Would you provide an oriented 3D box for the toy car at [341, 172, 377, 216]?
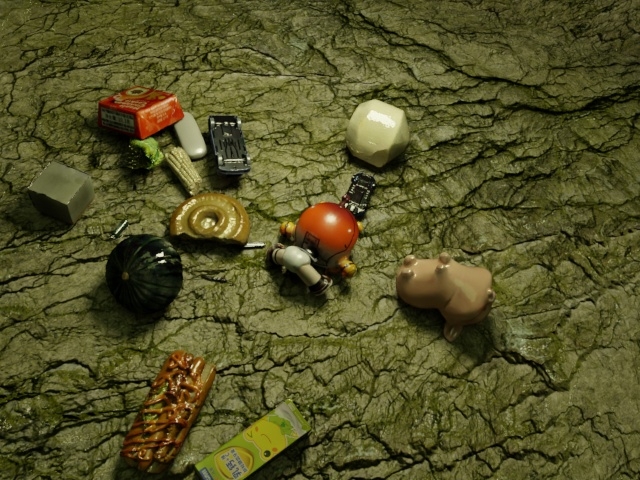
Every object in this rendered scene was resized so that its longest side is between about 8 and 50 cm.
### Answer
[{"bbox_3d":[0.146,-0.175,2.114,0.103,0.063,0.216,22,49,4],"label":"toy car"}]

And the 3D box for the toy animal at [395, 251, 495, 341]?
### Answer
[{"bbox_3d":[0.415,0.166,1.848,0.326,0.269,0.237,3,48,31],"label":"toy animal"}]

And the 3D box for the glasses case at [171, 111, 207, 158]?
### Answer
[{"bbox_3d":[-0.512,-0.409,2.151,0.092,0.059,0.233,-19,62,-20],"label":"glasses case"}]

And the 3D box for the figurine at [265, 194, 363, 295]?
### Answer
[{"bbox_3d":[-0.001,-0.001,1.887,0.320,0.196,0.323,32,66,19],"label":"figurine"}]

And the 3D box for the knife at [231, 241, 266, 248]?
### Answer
[{"bbox_3d":[-0.251,0.014,1.940,0.121,0.018,0.031,0,58,-13],"label":"knife"}]

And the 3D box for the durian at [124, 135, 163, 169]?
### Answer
[{"bbox_3d":[-0.650,-0.321,2.026,0.132,0.106,0.375,-10,36,-28],"label":"durian"}]

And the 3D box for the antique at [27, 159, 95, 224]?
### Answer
[{"bbox_3d":[-0.866,-0.157,1.861,0.152,0.148,0.146,21,56,4],"label":"antique"}]

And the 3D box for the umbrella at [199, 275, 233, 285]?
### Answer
[{"bbox_3d":[-0.349,0.127,1.848,0.122,0.013,0.022,15,76,-1],"label":"umbrella"}]

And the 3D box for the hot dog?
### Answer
[{"bbox_3d":[-0.421,0.464,1.543,0.158,0.117,0.348,21,55,5],"label":"hot dog"}]

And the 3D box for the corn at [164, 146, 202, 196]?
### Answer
[{"bbox_3d":[-0.495,-0.257,2.038,0.087,0.087,0.211,-29,68,-26],"label":"corn"}]

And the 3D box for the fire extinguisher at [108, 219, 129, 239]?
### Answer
[{"bbox_3d":[-0.685,-0.032,1.886,0.038,0.025,0.083,39,55,-12],"label":"fire extinguisher"}]

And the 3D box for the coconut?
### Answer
[{"bbox_3d":[0.236,-0.418,2.192,0.247,0.245,0.245,27,56,7],"label":"coconut"}]

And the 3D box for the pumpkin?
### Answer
[{"bbox_3d":[-0.538,0.105,1.725,0.250,0.216,0.249,-6,73,18],"label":"pumpkin"}]

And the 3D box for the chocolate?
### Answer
[{"bbox_3d":[-0.681,-0.489,2.090,0.237,0.108,0.235,21,42,24],"label":"chocolate"}]

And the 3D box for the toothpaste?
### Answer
[{"bbox_3d":[-0.182,0.579,1.534,0.327,0.077,0.110,-29,66,-26],"label":"toothpaste"}]

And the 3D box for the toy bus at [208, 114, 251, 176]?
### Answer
[{"bbox_3d":[-0.350,-0.342,2.094,0.126,0.133,0.292,-4,55,-20],"label":"toy bus"}]

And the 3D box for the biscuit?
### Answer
[{"bbox_3d":[-0.382,-0.077,1.922,0.274,0.091,0.213,-1,55,-3],"label":"biscuit"}]
